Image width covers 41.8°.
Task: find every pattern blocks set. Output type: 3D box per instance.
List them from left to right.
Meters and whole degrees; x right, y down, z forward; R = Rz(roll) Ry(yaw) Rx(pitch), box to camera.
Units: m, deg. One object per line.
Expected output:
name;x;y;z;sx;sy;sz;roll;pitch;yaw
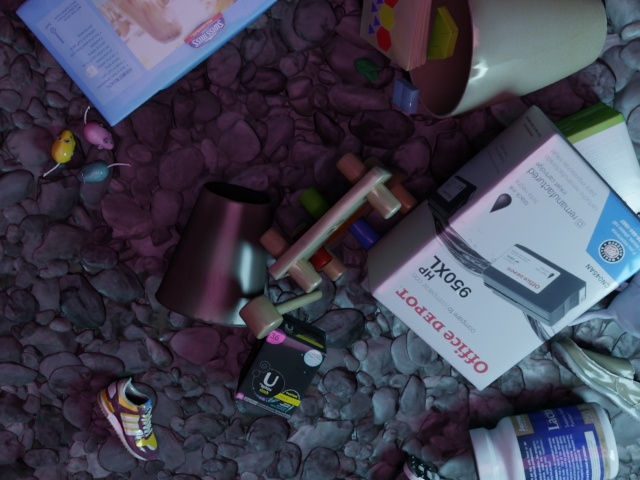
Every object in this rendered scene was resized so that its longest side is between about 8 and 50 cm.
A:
pattern blocks set;0.122;-0.380;1.339;0.026;0.285;0.324;-20;146;-28

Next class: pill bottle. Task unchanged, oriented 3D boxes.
pill bottle;0.435;0.415;1.656;0.265;0.153;0.153;-11;109;3

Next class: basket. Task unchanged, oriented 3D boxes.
basket;-0.179;0.019;1.526;0.205;0.154;0.226;13;105;-5

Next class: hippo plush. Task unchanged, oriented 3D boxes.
hippo plush;0.651;0.129;1.512;0.295;0.236;0.234;13;109;-5

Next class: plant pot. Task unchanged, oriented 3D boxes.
plant pot;0.311;-0.339;1.367;0.274;0.256;0.256;-8;110;-17

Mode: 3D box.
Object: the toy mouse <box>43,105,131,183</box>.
toy mouse;-0.416;-0.157;1.523;0.143;0.031;0.161;23;108;-8

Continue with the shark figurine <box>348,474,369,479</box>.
shark figurine;0.137;0.608;1.730;0.166;0.116;0.278;-2;115;20

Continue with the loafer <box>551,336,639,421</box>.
loafer;0.558;0.255;1.643;0.251;0.094;0.087;36;94;-16

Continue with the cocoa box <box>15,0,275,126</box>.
cocoa box;-0.254;-0.386;1.339;0.347;0.228;0.231;-35;106;11

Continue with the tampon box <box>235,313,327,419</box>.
tampon box;-0.075;0.239;1.623;0.121;0.101;0.161;25;107;-9

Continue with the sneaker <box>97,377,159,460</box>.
sneaker;-0.366;0.361;1.684;0.084;0.069;0.185;-28;108;15

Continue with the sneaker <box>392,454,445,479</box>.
sneaker;0.239;0.548;1.748;0.234;0.078;0.106;39;111;-11

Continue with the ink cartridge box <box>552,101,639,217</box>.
ink cartridge box;0.476;-0.090;1.513;0.189;0.097;0.255;-23;111;7

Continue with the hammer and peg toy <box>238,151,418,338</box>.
hammer and peg toy;0.000;0.000;1.473;0.361;0.266;0.127;-44;82;15

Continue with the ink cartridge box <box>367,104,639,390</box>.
ink cartridge box;0.314;0.020;1.418;0.285;0.166;0.395;42;109;-16
